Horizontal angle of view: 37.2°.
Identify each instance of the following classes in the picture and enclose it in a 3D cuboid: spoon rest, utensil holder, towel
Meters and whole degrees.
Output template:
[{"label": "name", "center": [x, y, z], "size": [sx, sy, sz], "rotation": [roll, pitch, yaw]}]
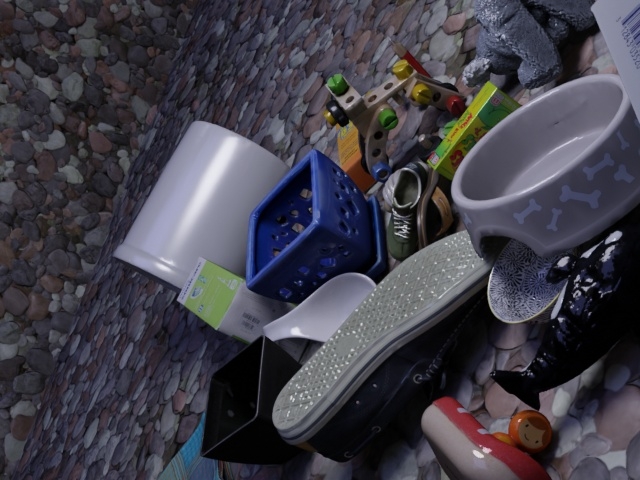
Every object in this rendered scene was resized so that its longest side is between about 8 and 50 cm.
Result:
[{"label": "spoon rest", "center": [-0.002, 0.154, 1.835], "size": [0.276, 0.084, 0.137], "rotation": [-23, 74, 27]}, {"label": "utensil holder", "center": [-0.272, -0.051, 2.334], "size": [0.327, 0.327, 0.386], "rotation": [8, 68, 62]}, {"label": "towel", "center": [-0.320, 0.584, 2.097], "size": [0.370, 0.040, 0.271], "rotation": [-54, 26, 15]}]

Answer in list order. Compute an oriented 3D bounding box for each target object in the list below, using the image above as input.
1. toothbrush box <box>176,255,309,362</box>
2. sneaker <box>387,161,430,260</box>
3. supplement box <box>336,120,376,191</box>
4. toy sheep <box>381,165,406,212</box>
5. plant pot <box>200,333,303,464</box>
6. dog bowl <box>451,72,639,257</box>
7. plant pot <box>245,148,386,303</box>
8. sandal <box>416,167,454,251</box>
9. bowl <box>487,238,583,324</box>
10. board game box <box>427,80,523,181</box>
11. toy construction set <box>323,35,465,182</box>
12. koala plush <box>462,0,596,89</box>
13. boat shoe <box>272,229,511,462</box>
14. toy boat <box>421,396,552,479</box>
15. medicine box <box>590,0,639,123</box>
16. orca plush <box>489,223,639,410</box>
[{"label": "toothbrush box", "center": [-0.161, 0.149, 2.059], "size": [0.122, 0.206, 0.283], "rotation": [-63, 27, -2]}, {"label": "sneaker", "center": [0.154, -0.055, 1.773], "size": [0.064, 0.086, 0.192], "rotation": [14, 97, 21]}, {"label": "supplement box", "center": [0.086, -0.217, 2.128], "size": [0.078, 0.080, 0.233], "rotation": [-43, 29, 28]}, {"label": "toy sheep", "center": [0.169, -0.099, 1.857], "size": [0.132, 0.091, 0.091], "rotation": [-44, 30, 35]}, {"label": "plant pot", "center": [-0.104, 0.327, 1.824], "size": [0.188, 0.167, 0.188], "rotation": [-39, 33, 36]}, {"label": "dog bowl", "center": [0.348, -0.117, 1.419], "size": [0.348, 0.102, 0.349], "rotation": [-34, 19, 14]}, {"label": "plant pot", "center": [0.000, 0.000, 1.913], "size": [0.236, 0.212, 0.236], "rotation": [-42, 32, 32]}, {"label": "sandal", "center": [0.220, -0.056, 1.751], "size": [0.060, 0.090, 0.219], "rotation": [4, 49, 22]}, {"label": "bowl", "center": [0.335, 0.061, 1.405], "size": [0.170, 0.080, 0.170], "rotation": [-41, 32, 33]}, {"label": "board game box", "center": [0.287, -0.186, 1.722], "size": [0.181, 0.092, 0.043], "rotation": [-53, 28, 15]}, {"label": "toy construction set", "center": [0.133, -0.303, 1.916], "size": [0.257, 0.237, 0.309], "rotation": [-27, 37, 31]}, {"label": "koala plush", "center": [0.348, -0.373, 1.723], "size": [0.196, 0.203, 0.221], "rotation": [-53, 0, -15]}, {"label": "boat shoe", "center": [0.140, 0.173, 1.570], "size": [0.500, 0.156, 0.187], "rotation": [-45, 23, 5]}, {"label": "toy boat", "center": [0.251, 0.287, 1.299], "size": [0.151, 0.151, 0.231], "rotation": [-32, 26, -8]}, {"label": "medicine box", "center": [0.495, -0.187, 1.130], "size": [0.149, 0.289, 0.264], "rotation": [-45, 30, 33]}, {"label": "orca plush", "center": [0.336, 0.095, 1.252], "size": [0.287, 0.102, 0.151], "rotation": [-40, 71, 12]}]
